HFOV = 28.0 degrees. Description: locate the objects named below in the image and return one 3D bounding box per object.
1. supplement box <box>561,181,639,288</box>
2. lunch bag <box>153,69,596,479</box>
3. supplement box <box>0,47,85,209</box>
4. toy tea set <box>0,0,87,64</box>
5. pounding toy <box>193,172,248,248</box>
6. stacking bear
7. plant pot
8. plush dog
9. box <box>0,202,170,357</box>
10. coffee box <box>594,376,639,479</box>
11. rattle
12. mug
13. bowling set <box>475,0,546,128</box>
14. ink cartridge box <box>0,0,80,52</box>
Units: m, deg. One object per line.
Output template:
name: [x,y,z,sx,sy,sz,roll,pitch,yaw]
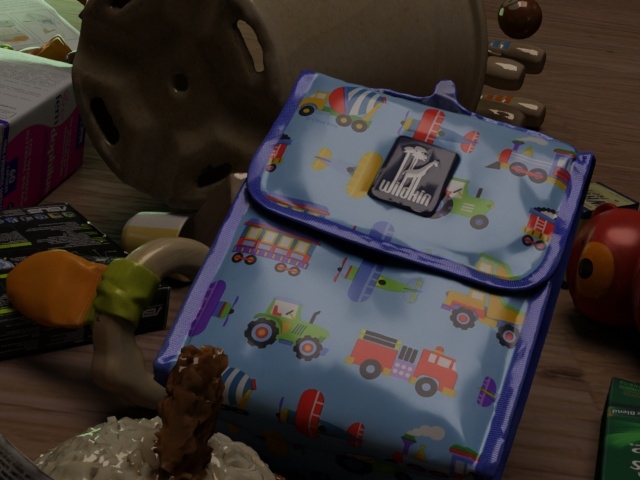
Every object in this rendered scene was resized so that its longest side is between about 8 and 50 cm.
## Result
supplement box: [0.259,-0.006,1.272,0.083,0.083,0.056,-9,29,-37]
lunch bag: [0.051,0.018,0.880,0.221,0.138,0.293,15,64,13]
supplement box: [-0.313,-0.101,1.233,0.114,0.111,0.220,12,23,6]
toy tea set: [-0.266,-0.256,1.381,0.124,0.336,0.200,46,33,-10]
pounding toy: [0.011,-0.001,1.035,0.181,0.094,0.206,1,-15,-19]
stacking bear: [0.334,0.050,1.093,0.164,0.175,0.289,-5,19,-42]
plant pot: [-0.054,-0.167,1.203,0.333,0.334,0.305,20,25,23]
plush dog: [-0.096,0.155,0.666,0.262,0.211,0.225,5,-3,-15]
box: [-0.249,0.029,1.043,0.190,0.045,0.184,-9,32,-38]
coffee box: [0.255,0.166,0.922,0.113,0.040,0.184,15,23,11]
rattle: [-0.113,0.063,0.976,0.142,0.130,0.199,-15,-9,41]
mug: [-0.143,0.003,1.128,0.064,0.062,0.078,10,15,22]
bowling set: [0.195,-0.222,1.622,0.154,0.200,0.287,17,20,19]
ink cartridge box: [-0.501,-0.277,1.656,0.385,0.091,0.308,40,33,21]
